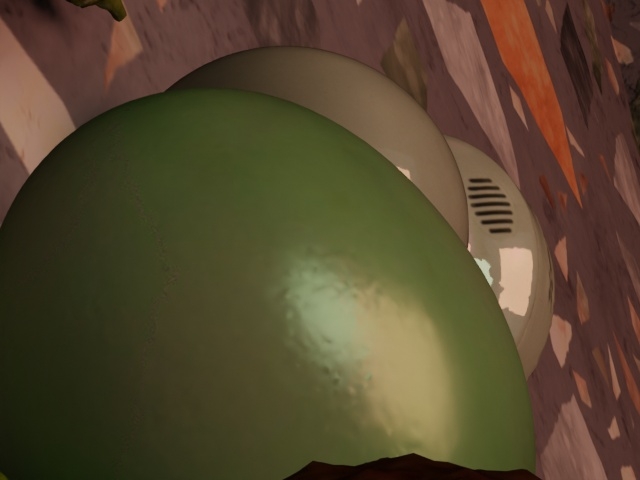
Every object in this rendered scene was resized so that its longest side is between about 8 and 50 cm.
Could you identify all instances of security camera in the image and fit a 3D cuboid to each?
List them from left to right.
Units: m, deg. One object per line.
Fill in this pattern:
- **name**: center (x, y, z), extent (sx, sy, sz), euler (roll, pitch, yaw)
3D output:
- **security camera**: center (0.000, 0.000, 0.973), extent (0.236, 0.194, 0.195), euler (37, 39, -57)

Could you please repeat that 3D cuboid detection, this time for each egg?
- **egg**: center (-0.028, 0.069, 0.766), extent (0.270, 0.220, 0.220), euler (63, 20, -13)

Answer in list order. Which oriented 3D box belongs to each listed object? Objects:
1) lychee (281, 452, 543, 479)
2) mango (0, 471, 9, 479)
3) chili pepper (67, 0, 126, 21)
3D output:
- **lychee**: center (0.022, 0.188, 0.562), extent (0.260, 0.260, 0.261), euler (-17, 90, -72)
- **mango**: center (-0.140, 0.110, 0.602), extent (0.178, 0.100, 0.119), euler (-4, 75, -79)
- **chili pepper**: center (-0.151, -0.204, 0.938), extent (0.208, 0.049, 0.043), euler (68, -16, -5)
